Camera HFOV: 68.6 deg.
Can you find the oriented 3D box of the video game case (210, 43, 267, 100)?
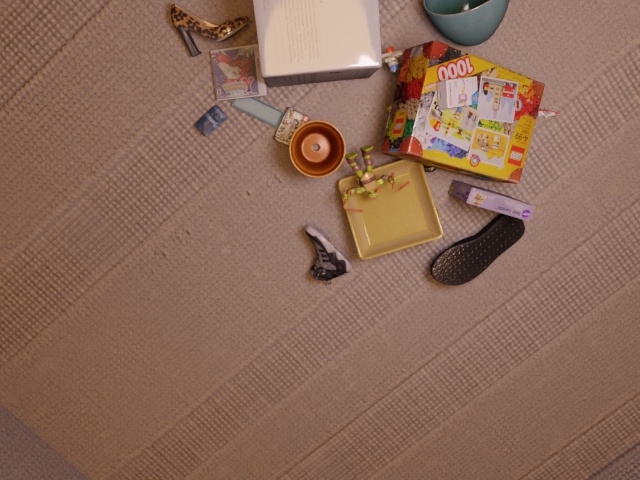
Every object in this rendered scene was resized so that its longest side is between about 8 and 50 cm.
[{"bbox_3d":[-0.305,-0.626,1.753,0.202,0.023,0.183,-2,103,14],"label":"video game case"}]

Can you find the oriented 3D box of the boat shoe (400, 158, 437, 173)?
[{"bbox_3d":[0.369,-0.324,1.852,0.219,0.070,0.077,25,101,-8],"label":"boat shoe"}]

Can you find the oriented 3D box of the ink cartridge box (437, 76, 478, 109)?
[{"bbox_3d":[0.441,-0.474,1.510,0.123,0.052,0.088,-13,105,-18],"label":"ink cartridge box"}]

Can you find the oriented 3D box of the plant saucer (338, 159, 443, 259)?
[{"bbox_3d":[0.273,-0.124,1.840,0.333,0.081,0.332,-17,85,11],"label":"plant saucer"}]

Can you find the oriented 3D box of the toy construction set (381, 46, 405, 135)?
[{"bbox_3d":[0.317,-0.566,1.765,0.215,0.151,0.327,-14,114,1],"label":"toy construction set"}]

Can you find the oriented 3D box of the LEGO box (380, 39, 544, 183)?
[{"bbox_3d":[0.508,-0.438,1.681,0.501,0.193,0.372,9,97,-24],"label":"LEGO box"}]

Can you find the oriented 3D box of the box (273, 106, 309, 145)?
[{"bbox_3d":[-0.112,-0.438,1.828,0.094,0.027,0.137,24,101,-8],"label":"box"}]

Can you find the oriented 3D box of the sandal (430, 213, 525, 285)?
[{"bbox_3d":[0.643,0.041,1.943,0.446,0.107,0.167,-31,101,-8],"label":"sandal"}]

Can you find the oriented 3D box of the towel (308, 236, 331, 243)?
[{"bbox_3d":[0.000,0.000,1.941,0.083,0.009,0.060,29,101,-9],"label":"towel"}]

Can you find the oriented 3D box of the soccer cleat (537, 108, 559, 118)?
[{"bbox_3d":[0.903,-0.499,1.858,0.083,0.029,0.035,8,111,-1],"label":"soccer cleat"}]

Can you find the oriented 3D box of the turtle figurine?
[{"bbox_3d":[0.186,-0.241,1.762,0.270,0.087,0.217,-21,111,-2],"label":"turtle figurine"}]

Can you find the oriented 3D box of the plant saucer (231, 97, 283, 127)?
[{"bbox_3d":[-0.241,-0.508,1.812,0.192,0.018,0.067,25,101,-7],"label":"plant saucer"}]

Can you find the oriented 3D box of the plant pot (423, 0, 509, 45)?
[{"bbox_3d":[0.535,-0.816,1.668,0.290,0.290,0.195,-34,138,5],"label":"plant pot"}]

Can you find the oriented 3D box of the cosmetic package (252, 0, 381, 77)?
[{"bbox_3d":[-0.014,-0.725,1.612,0.394,0.329,0.327,-5,103,0],"label":"cosmetic package"}]

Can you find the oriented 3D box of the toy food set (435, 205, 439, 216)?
[{"bbox_3d":[0.367,-0.104,1.898,0.218,0.071,0.128,9,90,11],"label":"toy food set"}]

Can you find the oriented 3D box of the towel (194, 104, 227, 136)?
[{"bbox_3d":[-0.423,-0.461,1.809,0.119,0.029,0.067,-41,100,7],"label":"towel"}]

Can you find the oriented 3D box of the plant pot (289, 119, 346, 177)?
[{"bbox_3d":[-0.016,-0.347,1.770,0.205,0.188,0.205,-1,103,-3],"label":"plant pot"}]

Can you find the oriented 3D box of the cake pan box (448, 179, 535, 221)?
[{"bbox_3d":[0.657,-0.159,1.814,0.267,0.245,0.070,15,106,-7],"label":"cake pan box"}]

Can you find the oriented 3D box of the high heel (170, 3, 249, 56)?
[{"bbox_3d":[-0.406,-0.807,1.694,0.261,0.093,0.186,-23,109,12],"label":"high heel"}]

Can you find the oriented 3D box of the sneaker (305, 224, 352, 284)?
[{"bbox_3d":[-0.001,0.068,1.898,0.153,0.101,0.268,-41,112,7],"label":"sneaker"}]
